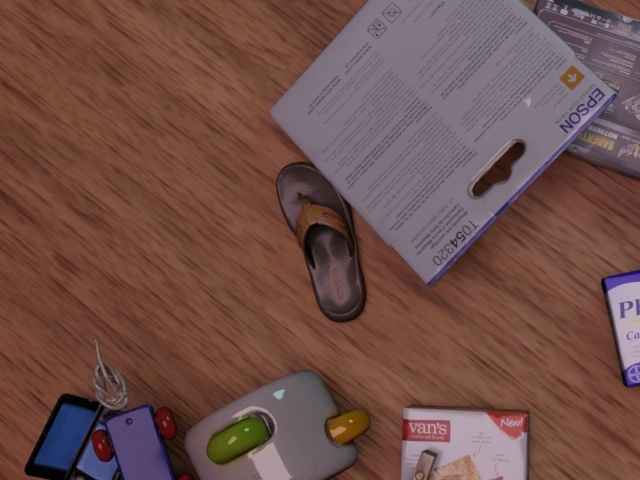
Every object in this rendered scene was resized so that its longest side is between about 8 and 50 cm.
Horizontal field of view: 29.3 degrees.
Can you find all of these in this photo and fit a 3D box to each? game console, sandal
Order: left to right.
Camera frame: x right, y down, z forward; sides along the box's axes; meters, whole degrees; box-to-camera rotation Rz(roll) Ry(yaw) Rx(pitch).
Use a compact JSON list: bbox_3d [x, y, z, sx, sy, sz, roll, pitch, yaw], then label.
[{"bbox_3d":[-0.314,0.279,1.634,0.107,0.071,0.122,27,93,13],"label":"game console"},{"bbox_3d":[0.000,0.000,1.588,0.090,0.060,0.219,-15,83,11],"label":"sandal"}]

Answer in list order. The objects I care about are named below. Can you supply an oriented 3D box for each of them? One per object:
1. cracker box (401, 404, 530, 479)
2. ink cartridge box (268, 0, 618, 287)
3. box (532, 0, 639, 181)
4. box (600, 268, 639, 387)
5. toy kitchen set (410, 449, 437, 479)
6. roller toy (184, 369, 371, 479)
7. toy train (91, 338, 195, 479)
[{"bbox_3d":[0.179,0.324,1.521,0.155,0.067,0.232,1,85,13],"label":"cracker box"},{"bbox_3d":[0.147,-0.164,1.523,0.324,0.071,0.330,-46,69,12],"label":"ink cartridge box"},{"bbox_3d":[0.350,-0.189,1.525,0.231,0.056,0.183,21,92,14],"label":"box"},{"bbox_3d":[0.416,0.099,1.481,0.126,0.072,0.137,-13,83,11],"label":"box"},{"bbox_3d":[0.145,0.303,1.460,0.083,0.068,0.075,21,91,15],"label":"toy kitchen set"},{"bbox_3d":[-0.056,0.262,1.517,0.209,0.191,0.146,-21,78,-32],"label":"roller toy"},{"bbox_3d":[-0.234,0.244,1.577,0.105,0.143,0.248,-19,84,-4],"label":"toy train"}]
